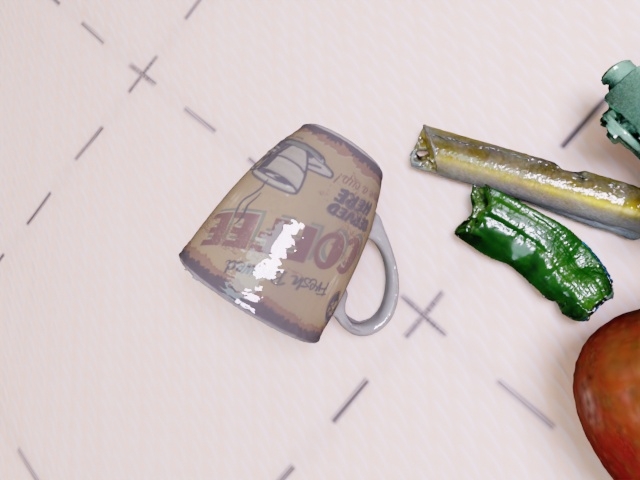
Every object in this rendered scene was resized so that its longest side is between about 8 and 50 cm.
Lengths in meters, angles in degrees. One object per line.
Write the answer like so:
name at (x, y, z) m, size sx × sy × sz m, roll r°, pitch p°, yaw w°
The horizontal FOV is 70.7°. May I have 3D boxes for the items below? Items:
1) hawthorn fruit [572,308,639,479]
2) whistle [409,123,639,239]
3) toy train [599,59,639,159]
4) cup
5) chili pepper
hawthorn fruit at (0.414, 0.217, 0.407) m, size 0.285 × 0.285 × 0.369 m, roll -15°, pitch 61°, yaw 16°
whistle at (0.282, -0.086, 0.622) m, size 0.326 × 0.057 × 0.068 m, roll 22°, pitch 90°, yaw 20°
toy train at (0.420, -0.092, 0.504) m, size 0.115 × 0.154 × 0.269 m, roll -49°, pitch 57°, yaw 36°
cup at (0.000, 0.000, 0.638) m, size 0.301 × 0.227 × 0.257 m, roll 34°, pitch 90°, yaw -10°
chili pepper at (0.282, 0.010, 0.608) m, size 0.224 × 0.061 × 0.098 m, roll 43°, pitch 101°, yaw 20°
